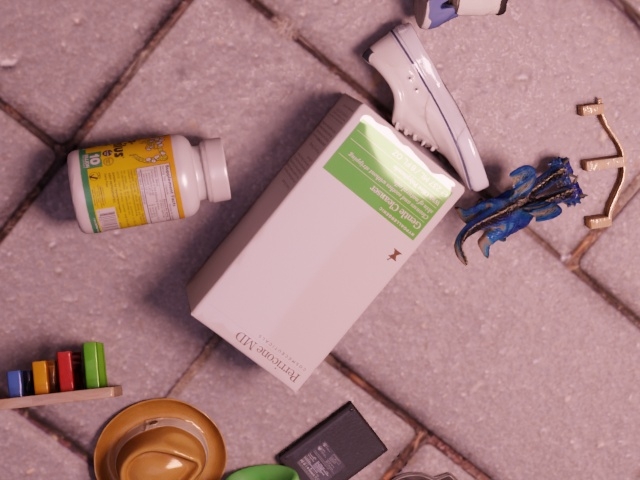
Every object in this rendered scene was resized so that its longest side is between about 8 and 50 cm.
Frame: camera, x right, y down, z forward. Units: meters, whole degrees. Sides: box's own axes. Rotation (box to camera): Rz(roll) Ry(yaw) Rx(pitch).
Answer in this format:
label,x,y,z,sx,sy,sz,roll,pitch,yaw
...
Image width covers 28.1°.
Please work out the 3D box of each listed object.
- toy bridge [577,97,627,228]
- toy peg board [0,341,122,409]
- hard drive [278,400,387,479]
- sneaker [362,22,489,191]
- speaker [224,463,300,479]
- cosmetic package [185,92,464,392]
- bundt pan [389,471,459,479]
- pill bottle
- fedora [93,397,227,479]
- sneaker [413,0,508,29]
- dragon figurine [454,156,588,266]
label,x,y,z,sx,sy,sz,roll,pitch,yaw
toy bridge,0.412,-0.113,1.862,0.063,0.026,0.188,-8,102,-8
toy peg board,-0.363,0.186,1.772,0.161,0.161,0.079,-6,84,-5
hard drive,0.020,0.315,1.903,0.135,0.022,0.094,-37,103,2
sneaker,0.147,-0.174,1.794,0.091,0.094,0.258,-29,94,9
speaker,-0.072,0.486,1.876,0.131,0.131,0.296,-7,102,-5
cosmetic package,0.000,0.000,1.771,0.197,0.155,0.365,37,94,-15
bundt pan,0.162,0.506,1.864,0.331,0.124,0.330,0,84,-5
pill bottle,-0.231,-0.082,1.745,0.208,0.117,0.117,-10,102,-4
fedora,-0.230,0.324,1.847,0.194,0.079,0.194,-1,102,-7
sneaker,0.228,-0.443,1.734,0.182,0.127,0.315,0,108,-10
dragon figurine,0.273,-0.049,1.770,0.144,0.289,0.085,-34,82,30
